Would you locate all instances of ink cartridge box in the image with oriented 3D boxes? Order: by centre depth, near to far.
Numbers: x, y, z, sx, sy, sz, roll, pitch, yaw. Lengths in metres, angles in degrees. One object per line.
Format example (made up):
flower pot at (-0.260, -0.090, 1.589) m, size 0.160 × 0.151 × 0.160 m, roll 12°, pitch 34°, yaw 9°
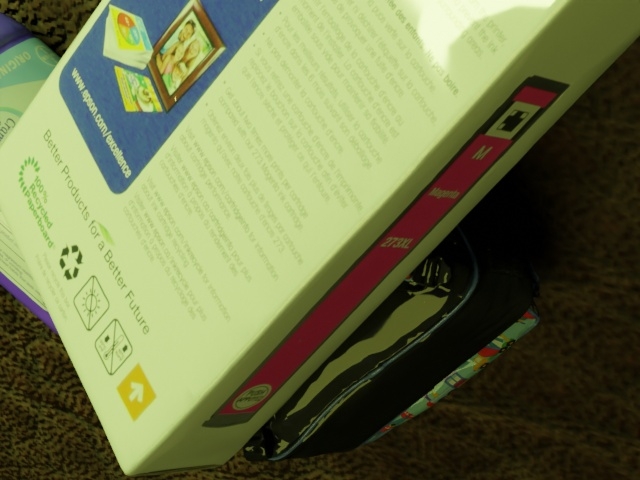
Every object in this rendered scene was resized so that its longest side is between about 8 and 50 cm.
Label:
ink cartridge box at (0.005, -0.085, 0.499) m, size 0.371 × 0.069 × 0.175 m, roll -49°, pitch 57°, yaw 30°

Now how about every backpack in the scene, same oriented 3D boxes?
backpack at (0.000, 0.000, 0.621) m, size 0.158 × 0.117 × 0.173 m, roll -43°, pitch 64°, yaw 22°

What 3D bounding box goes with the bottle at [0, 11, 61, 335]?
bottle at (-0.117, -0.001, 0.710) m, size 0.283 × 0.118 × 0.092 m, roll 42°, pitch 136°, yaw 0°
